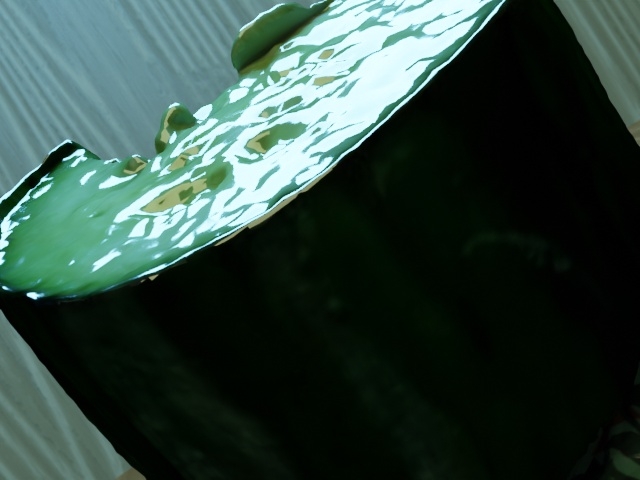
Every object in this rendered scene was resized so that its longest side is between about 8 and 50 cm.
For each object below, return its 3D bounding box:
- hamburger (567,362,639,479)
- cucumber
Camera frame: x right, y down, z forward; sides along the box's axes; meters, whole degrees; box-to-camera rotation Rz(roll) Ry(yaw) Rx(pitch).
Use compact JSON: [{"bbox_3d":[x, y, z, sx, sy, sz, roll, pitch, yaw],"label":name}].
[{"bbox_3d":[0.175,0.094,0.465,0.260,0.150,0.276,-46,35,-11],"label":"hamburger"},{"bbox_3d":[0.005,0.002,0.509,0.191,0.130,0.191,-28,31,18],"label":"cucumber"}]
